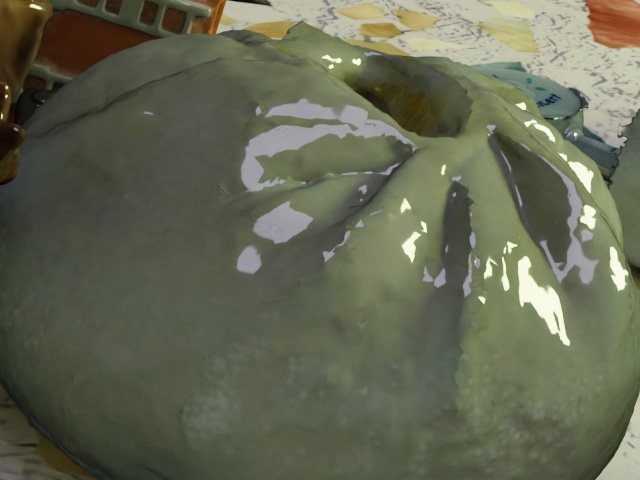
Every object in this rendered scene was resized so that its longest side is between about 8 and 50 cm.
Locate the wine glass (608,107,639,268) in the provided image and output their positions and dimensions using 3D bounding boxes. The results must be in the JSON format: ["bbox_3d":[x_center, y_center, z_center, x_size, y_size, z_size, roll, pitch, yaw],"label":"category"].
[{"bbox_3d":[0.340,-0.002,0.909,0.321,0.143,0.143,19,28,19],"label":"wine glass"}]

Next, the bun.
[{"bbox_3d":[-0.006,0.000,0.728,0.354,0.194,0.354,9,24,-4],"label":"bun"}]

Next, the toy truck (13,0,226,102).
[{"bbox_3d":[-0.254,-0.203,1.040,0.388,0.173,0.207,16,32,-10],"label":"toy truck"}]

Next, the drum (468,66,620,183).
[{"bbox_3d":[0.180,-0.065,1.080,0.130,0.049,0.253,-9,31,-32],"label":"drum"}]

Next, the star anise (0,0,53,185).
[{"bbox_3d":[-0.263,-0.026,0.688,0.315,0.108,0.315,-27,30,17],"label":"star anise"}]

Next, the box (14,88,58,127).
[{"bbox_3d":[-0.137,-0.053,0.949,0.126,0.027,0.125,3,42,-11],"label":"box"}]
